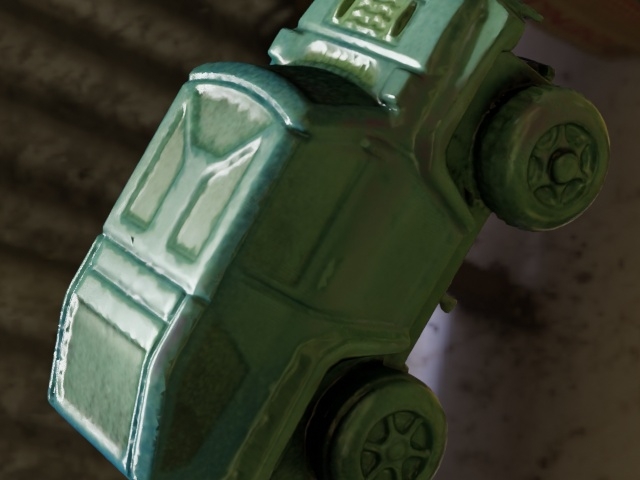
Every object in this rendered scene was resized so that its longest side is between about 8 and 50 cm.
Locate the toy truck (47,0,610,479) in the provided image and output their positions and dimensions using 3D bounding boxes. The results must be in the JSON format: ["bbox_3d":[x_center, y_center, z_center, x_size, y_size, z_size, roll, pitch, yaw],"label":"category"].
[{"bbox_3d":[0.000,0.000,0.772,0.156,0.155,0.279,29,-90,-36],"label":"toy truck"}]
